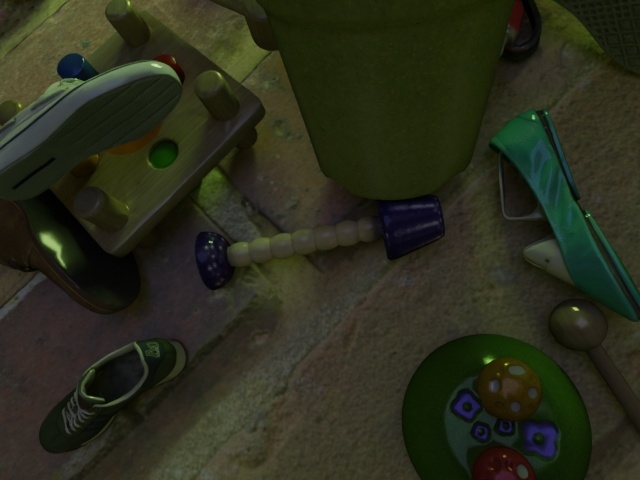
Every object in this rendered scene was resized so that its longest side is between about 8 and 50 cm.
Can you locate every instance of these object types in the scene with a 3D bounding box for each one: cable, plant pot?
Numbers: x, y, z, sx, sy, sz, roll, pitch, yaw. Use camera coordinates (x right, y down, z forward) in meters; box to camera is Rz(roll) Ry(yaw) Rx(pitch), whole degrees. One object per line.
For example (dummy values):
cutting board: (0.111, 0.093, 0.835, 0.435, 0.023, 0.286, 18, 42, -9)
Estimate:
cable: (0.245, -0.344, 0.602, 0.139, 0.072, 0.287, 26, 79, 11)
plant pot: (0.069, -0.190, 0.467, 0.276, 0.254, 0.276, -6, 45, 6)

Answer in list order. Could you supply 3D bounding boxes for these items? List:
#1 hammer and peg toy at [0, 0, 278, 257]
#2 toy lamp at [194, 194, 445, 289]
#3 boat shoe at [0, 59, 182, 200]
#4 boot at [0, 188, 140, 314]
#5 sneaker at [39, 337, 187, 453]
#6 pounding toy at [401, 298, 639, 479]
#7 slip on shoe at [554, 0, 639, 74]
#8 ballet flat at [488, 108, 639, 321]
hammer and peg toy: (-0.204, -0.188, 0.606, 0.266, 0.127, 0.361, 40, 84, 20)
toy lamp: (0.000, 0.000, 0.541, 0.274, 0.080, 0.080, -12, 72, 9)
boat shoe: (-0.252, -0.129, 0.482, 0.226, 0.083, 0.076, -29, 70, 2)
boot: (-0.347, 0.004, 0.604, 0.305, 0.112, 0.115, 40, 108, 18)
sneaker: (-0.248, 0.169, 0.527, 0.192, 0.086, 0.064, -35, 71, -1)
pounding toy: (0.192, 0.164, 0.439, 0.236, 0.110, 0.183, -24, 71, 3)
slip on shoe: (0.336, -0.298, 0.530, 0.331, 0.123, 0.101, 39, 75, 6)
ballet flat: (0.249, -0.022, 0.511, 0.087, 0.083, 0.247, -27, 69, 27)
